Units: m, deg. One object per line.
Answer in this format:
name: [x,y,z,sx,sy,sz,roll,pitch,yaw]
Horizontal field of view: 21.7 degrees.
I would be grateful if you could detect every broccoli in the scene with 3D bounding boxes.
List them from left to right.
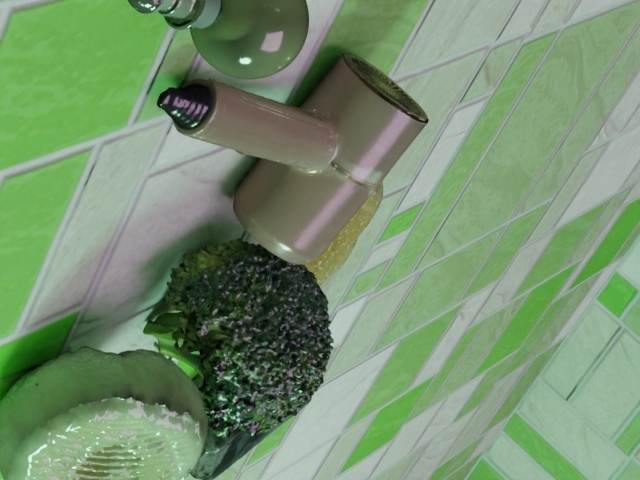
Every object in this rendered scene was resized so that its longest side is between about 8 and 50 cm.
broccoli: [-0.079,0.096,1.639,0.226,0.197,0.176,8,165,-35]

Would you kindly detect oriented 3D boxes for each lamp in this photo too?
lamp: [-0.080,-0.171,1.225,0.163,0.091,0.091,8,123,-52]

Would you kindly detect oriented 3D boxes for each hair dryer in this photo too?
hair dryer: [-0.054,-0.087,1.462,0.189,0.107,0.344,-50,153,15]

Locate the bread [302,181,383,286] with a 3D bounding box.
bread: [0.000,0.000,1.819,0.182,0.039,0.250,-21,148,-53]

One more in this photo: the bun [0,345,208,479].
bun: [-0.204,0.166,1.537,0.195,0.118,0.195,-10,135,-10]

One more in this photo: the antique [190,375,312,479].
antique: [-0.098,0.189,1.915,0.183,0.088,0.086,-36,159,-29]
